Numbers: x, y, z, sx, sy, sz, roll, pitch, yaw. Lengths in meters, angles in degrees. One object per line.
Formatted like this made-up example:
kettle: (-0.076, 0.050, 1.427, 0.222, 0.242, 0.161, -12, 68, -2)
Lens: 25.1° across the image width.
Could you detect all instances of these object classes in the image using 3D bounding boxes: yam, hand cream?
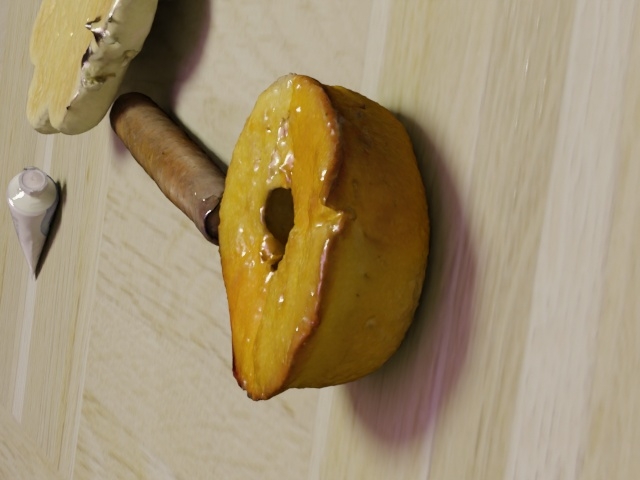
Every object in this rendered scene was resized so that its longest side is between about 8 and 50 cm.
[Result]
yam: (-0.109, -0.058, 1.093, 0.264, 0.046, 0.046, 44, 124, 58)
hand cream: (-0.299, -0.028, 1.501, 0.142, 0.053, 0.084, 108, 157, -59)

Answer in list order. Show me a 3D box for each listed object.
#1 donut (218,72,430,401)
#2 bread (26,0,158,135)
donut: (0.001, -0.001, 0.819, 0.190, 0.074, 0.174, -112, 35, -51)
bread: (-0.184, -0.228, 1.234, 0.316, 0.054, 0.316, -46, 36, 50)
